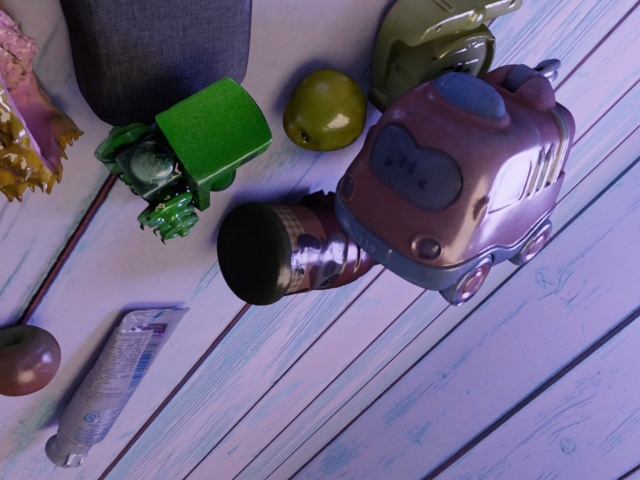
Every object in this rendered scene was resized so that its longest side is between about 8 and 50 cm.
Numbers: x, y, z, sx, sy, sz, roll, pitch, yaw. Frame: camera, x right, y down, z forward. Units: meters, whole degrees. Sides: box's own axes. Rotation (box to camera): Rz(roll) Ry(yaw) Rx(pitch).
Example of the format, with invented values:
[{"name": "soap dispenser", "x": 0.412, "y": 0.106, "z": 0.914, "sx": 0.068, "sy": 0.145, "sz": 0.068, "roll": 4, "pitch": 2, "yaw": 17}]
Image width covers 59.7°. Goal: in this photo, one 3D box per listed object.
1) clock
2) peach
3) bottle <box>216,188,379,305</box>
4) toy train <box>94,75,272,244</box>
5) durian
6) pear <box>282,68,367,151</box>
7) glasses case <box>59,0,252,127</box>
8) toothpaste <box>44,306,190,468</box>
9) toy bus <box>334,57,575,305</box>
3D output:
[{"name": "clock", "x": 0.141, "y": -0.207, "z": 0.696, "sx": 0.170, "sy": 0.069, "sz": 0.232, "roll": -28, "pitch": 154, "yaw": -23}, {"name": "peach", "x": -0.333, "y": 0.135, "z": 0.622, "sx": 0.083, "sy": 0.083, "sz": 0.083, "roll": -31, "pitch": 155, "yaw": -16}, {"name": "bottle", "x": 0.000, "y": 0.000, "z": 0.781, "sx": 0.271, "sy": 0.143, "sz": 0.156, "roll": -8, "pitch": 167, "yaw": -45}, {"name": "toy train", "x": -0.114, "y": -0.061, "z": 0.490, "sx": 0.119, "sy": 0.085, "sz": 0.251, "roll": -33, "pitch": -175, "yaw": -10}, {"name": "durian", "x": -0.227, "y": -0.106, "z": 0.344, "sx": 0.182, "sy": 0.165, "sz": 0.132, "roll": -35, "pitch": -149, "yaw": 55}, {"name": "pear", "x": 0.006, "y": -0.137, "z": 0.613, "sx": 0.097, "sy": 0.092, "sz": 0.092, "roll": -38, "pitch": 156, "yaw": -2}, {"name": "glasses case", "x": -0.106, "y": -0.212, "z": 0.336, "sx": 0.131, "sy": 0.074, "sz": 0.323, "roll": -28, "pitch": 154, "yaw": -25}, {"name": "toothpaste", "x": -0.306, "y": 0.208, "z": 0.817, "sx": 0.299, "sy": 0.073, "sz": 0.114, "roll": -54, "pitch": 152, "yaw": 15}, {"name": "toy bus", "x": 0.169, "y": -0.088, "z": 0.650, "sx": 0.294, "sy": 0.197, "sz": 0.231, "roll": -21, "pitch": 140, "yaw": -36}]
